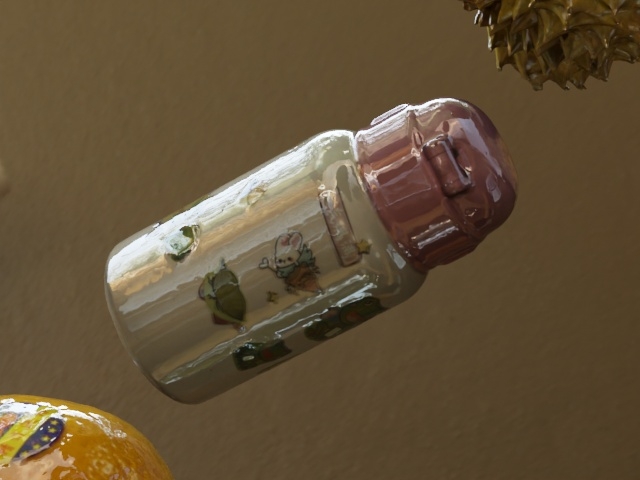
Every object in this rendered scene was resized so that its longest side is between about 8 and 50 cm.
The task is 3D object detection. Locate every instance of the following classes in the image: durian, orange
[{"bbox_3d":[0.217,-0.197,1.243,0.305,0.196,0.185,-10,-72,-47],"label":"durian"},{"bbox_3d":[-0.185,0.204,1.072,0.219,0.219,0.193,48,-145,1],"label":"orange"}]

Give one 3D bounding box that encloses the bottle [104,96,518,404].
[{"bbox_3d":[0.000,0.000,0.992,0.120,0.253,0.120,53,-160,-29],"label":"bottle"}]
